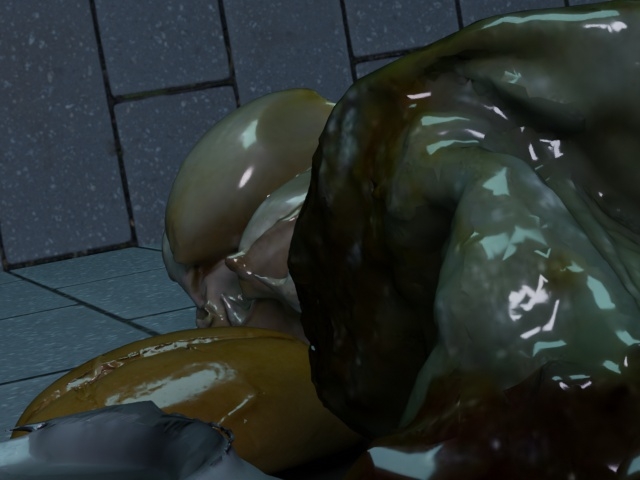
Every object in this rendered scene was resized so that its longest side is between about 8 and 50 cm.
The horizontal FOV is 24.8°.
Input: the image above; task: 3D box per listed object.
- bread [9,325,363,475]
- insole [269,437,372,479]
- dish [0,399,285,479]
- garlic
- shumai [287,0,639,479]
[{"bbox_3d":[-0.066,0.084,0.715,0.189,0.077,0.114,-14,2,-19],"label":"bread"},{"bbox_3d":[-0.005,0.112,0.736,0.327,0.007,0.111,-7,4,20],"label":"insole"},{"bbox_3d":[-0.093,0.110,0.466,0.260,0.085,0.260,-9,5,1],"label":"dish"},{"bbox_3d":[0.000,0.011,0.995,0.281,0.185,0.203,21,52,40],"label":"garlic"},{"bbox_3d":[0.097,0.068,0.475,0.222,0.204,0.272,-24,-34,29],"label":"shumai"}]
